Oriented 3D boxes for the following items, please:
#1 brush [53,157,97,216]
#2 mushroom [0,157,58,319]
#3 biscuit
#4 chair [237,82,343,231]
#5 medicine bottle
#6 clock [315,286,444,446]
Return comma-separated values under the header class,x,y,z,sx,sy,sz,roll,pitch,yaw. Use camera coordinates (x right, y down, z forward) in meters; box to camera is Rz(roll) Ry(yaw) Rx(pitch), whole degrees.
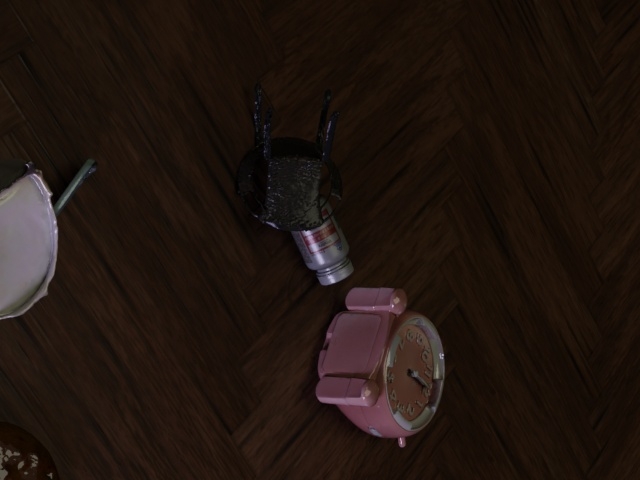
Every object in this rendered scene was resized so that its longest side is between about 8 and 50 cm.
class,x,y,z,sx,sy,sz,roll,pitch,yaw
brush,-0.408,-0.016,1.748,0.060,0.068,0.297,33,57,-6
mushroom,-0.453,0.017,1.627,0.236,0.173,0.162,-38,117,-21
biscuit,-0.432,0.344,1.673,0.212,0.036,0.212,10,76,-42
chair,-0.044,-0.133,2.043,0.174,0.149,0.213,3,107,-10
medicine bottle,0.000,0.000,2.108,0.079,0.079,0.140,-37,108,-41
clock,0.112,0.224,2.150,0.241,0.142,0.227,42,57,-42
